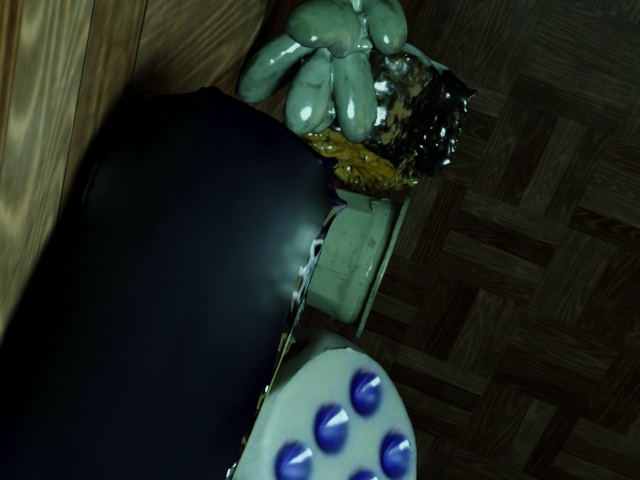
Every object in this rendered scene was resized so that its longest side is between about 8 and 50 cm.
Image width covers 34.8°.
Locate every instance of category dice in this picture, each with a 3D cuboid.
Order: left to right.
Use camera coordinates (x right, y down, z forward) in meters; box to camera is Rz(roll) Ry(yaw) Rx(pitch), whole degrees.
[{"bbox_3d":[-0.055,0.268,1.189,0.251,0.243,0.259,-18,-167,43],"label":"dice"}]

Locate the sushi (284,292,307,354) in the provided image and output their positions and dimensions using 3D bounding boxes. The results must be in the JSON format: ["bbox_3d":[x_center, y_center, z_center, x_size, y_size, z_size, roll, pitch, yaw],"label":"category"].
[{"bbox_3d":[-0.105,0.091,1.151,0.131,0.139,0.291,58,29,-26],"label":"sushi"}]

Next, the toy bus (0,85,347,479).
[{"bbox_3d":[-0.123,0.094,0.692,0.162,0.171,0.386,149,-37,-80],"label":"toy bus"}]

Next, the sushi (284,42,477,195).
[{"bbox_3d":[0.079,-0.167,1.407,0.348,0.234,0.208,24,87,-81],"label":"sushi"}]

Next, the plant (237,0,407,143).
[{"bbox_3d":[0.028,-0.228,0.958,0.149,0.146,0.275,-18,129,-69],"label":"plant"}]

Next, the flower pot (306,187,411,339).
[{"bbox_3d":[0.000,0.000,1.383,0.212,0.202,0.212,23,90,-84],"label":"flower pot"}]

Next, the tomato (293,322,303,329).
[{"bbox_3d":[-0.102,0.250,1.579,0.290,0.176,0.335,107,4,-74],"label":"tomato"}]
